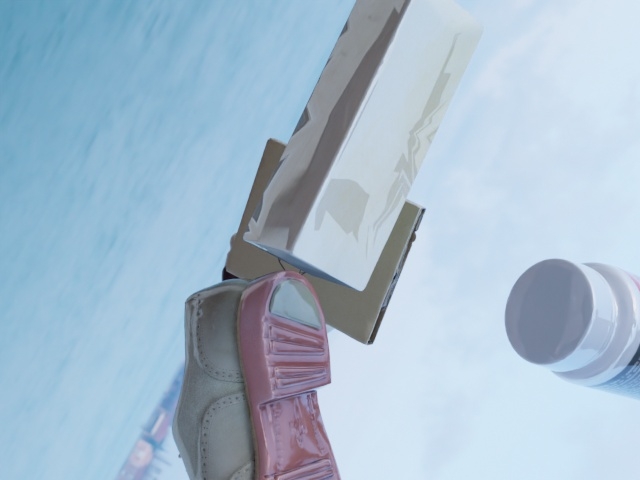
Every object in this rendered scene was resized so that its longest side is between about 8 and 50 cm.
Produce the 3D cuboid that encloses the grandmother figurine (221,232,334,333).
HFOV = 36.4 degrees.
[{"bbox_3d":[-0.044,0.061,1.190,0.207,0.104,0.342,27,-100,47],"label":"grandmother figurine"}]

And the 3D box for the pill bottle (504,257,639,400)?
[{"bbox_3d":[0.385,0.119,1.276,0.161,0.283,0.161,-23,-122,45],"label":"pill bottle"}]

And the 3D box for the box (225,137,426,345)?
[{"bbox_3d":[0.000,0.000,1.068,0.021,0.201,0.165,-6,119,-61],"label":"box"}]

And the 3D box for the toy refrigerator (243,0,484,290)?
[{"bbox_3d":[0.042,-0.097,0.895,0.102,0.094,0.270,13,-104,60],"label":"toy refrigerator"}]

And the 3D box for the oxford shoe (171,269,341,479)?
[{"bbox_3d":[-0.070,0.233,0.982,0.140,0.146,0.397,13,74,-54],"label":"oxford shoe"}]
